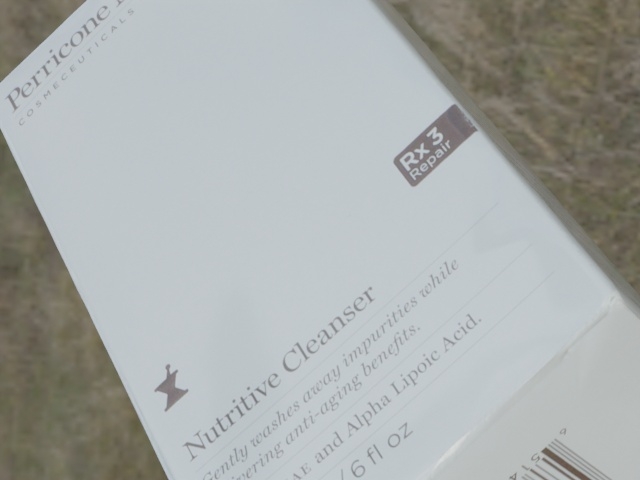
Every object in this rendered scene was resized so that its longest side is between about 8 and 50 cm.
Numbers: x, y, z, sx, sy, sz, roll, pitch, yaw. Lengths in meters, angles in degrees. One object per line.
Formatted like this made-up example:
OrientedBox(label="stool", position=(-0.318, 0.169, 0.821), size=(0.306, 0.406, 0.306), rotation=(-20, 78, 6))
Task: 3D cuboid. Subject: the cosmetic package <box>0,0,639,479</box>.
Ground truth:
OrientedBox(label="cosmetic package", position=(0.000, 0.000, 0.781), size=(0.217, 0.156, 0.385), rotation=(-43, 50, 8))
